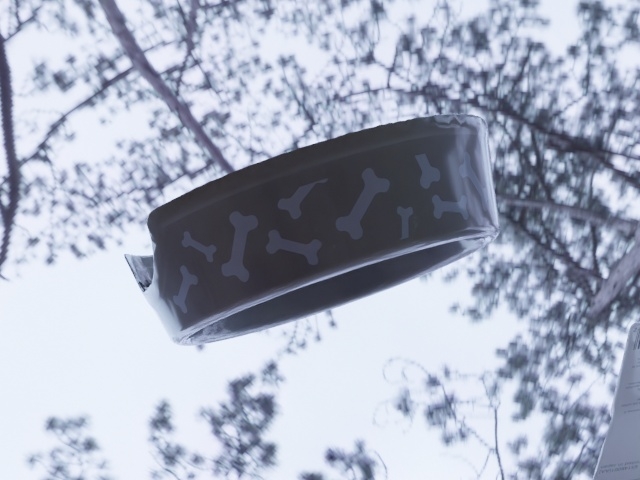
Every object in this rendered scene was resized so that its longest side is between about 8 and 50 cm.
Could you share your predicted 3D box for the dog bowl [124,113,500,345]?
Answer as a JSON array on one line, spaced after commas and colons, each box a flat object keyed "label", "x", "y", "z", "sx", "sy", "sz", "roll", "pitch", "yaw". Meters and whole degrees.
[{"label": "dog bowl", "x": 0.000, "y": 0.000, "z": 1.086, "sx": 0.349, "sy": 0.349, "sz": 0.102, "roll": -20, "pitch": -98, "yaw": 0}]

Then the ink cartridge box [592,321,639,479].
[{"label": "ink cartridge box", "x": 0.403, "y": 0.147, "z": 1.088, "sx": 0.296, "sy": 0.066, "sz": 0.261, "roll": -17, "pitch": -152, "yaw": 35}]
